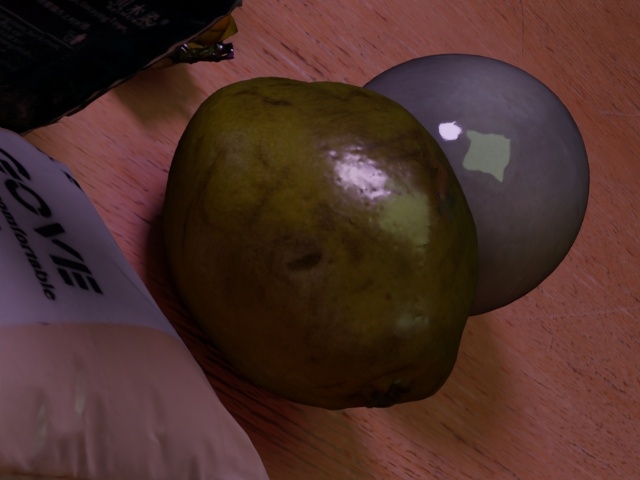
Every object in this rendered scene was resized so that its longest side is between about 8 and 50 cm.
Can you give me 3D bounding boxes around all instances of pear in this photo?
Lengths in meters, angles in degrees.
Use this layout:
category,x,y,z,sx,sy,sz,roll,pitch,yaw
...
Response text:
category,x,y,z,sx,sy,sz,roll,pitch,yaw
pear,0.000,0.000,1.593,0.269,0.269,0.321,32,26,-45

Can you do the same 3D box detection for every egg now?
category,x,y,z,sx,sy,sz,roll,pitch,yaw
egg,0.131,-0.054,1.877,0.258,0.258,0.352,64,23,8

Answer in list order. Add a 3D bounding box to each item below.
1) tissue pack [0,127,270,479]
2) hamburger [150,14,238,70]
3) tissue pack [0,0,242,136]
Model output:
category,x,y,z,sx,sy,sz,roll,pitch,yaw
tissue pack,-0.232,0.055,1.176,0.390,0.195,0.375,20,33,-54
hamburger,-0.151,-0.223,1.722,0.189,0.093,0.164,-10,74,-62
tissue pack,-0.281,-0.280,1.343,0.416,0.264,0.253,27,44,-47
